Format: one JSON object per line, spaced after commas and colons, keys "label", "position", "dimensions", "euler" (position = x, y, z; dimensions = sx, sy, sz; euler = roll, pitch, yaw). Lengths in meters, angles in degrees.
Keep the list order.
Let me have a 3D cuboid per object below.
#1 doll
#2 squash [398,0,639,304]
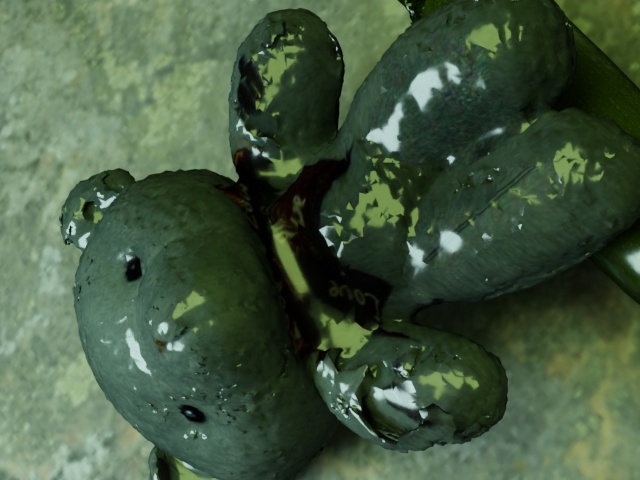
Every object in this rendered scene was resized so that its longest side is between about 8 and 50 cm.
{"label": "doll", "position": [-0.006, 0.002, 0.945], "dimensions": [0.340, 0.158, 0.246], "euler": [-31, 77, 39]}
{"label": "squash", "position": [0.132, -0.055, 0.965], "dimensions": [0.087, 0.087, 0.331], "euler": [-46, 61, 10]}
